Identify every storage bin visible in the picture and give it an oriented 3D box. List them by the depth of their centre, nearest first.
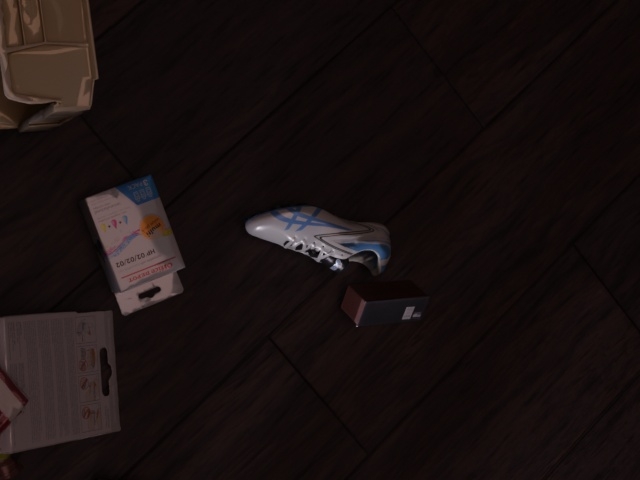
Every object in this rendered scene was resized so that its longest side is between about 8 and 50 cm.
[{"bbox_3d":[-0.393,-0.283,1.677,0.123,0.262,0.260,-7,91,-24],"label":"storage bin"}]

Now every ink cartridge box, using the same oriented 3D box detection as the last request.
[{"bbox_3d":[-0.369,0.189,1.748,0.224,0.056,0.181,0,86,-62],"label":"ink cartridge box"},{"bbox_3d":[-0.264,0.008,1.824,0.104,0.061,0.181,-23,97,-21],"label":"ink cartridge box"}]

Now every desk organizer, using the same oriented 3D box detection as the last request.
[{"bbox_3d":[0.100,0.096,1.971,0.130,0.050,0.047,-3,123,-37],"label":"desk organizer"}]

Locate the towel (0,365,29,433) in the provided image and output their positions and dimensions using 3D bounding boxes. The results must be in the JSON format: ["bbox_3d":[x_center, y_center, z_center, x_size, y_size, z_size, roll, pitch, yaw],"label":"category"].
[{"bbox_3d":[-0.551,0.223,1.550,0.329,0.037,0.237,-43,104,-23],"label":"towel"}]

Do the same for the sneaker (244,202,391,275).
[{"bbox_3d":[0.000,0.000,1.914,0.237,0.085,0.086,11,66,-22],"label":"sneaker"}]

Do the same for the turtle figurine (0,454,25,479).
[{"bbox_3d":[-0.471,0.222,1.719,0.269,0.087,0.217,-19,98,-25],"label":"turtle figurine"}]

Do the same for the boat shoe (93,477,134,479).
[{"bbox_3d":[-0.286,0.489,1.772,0.104,0.111,0.307,12,84,-20],"label":"boat shoe"}]
